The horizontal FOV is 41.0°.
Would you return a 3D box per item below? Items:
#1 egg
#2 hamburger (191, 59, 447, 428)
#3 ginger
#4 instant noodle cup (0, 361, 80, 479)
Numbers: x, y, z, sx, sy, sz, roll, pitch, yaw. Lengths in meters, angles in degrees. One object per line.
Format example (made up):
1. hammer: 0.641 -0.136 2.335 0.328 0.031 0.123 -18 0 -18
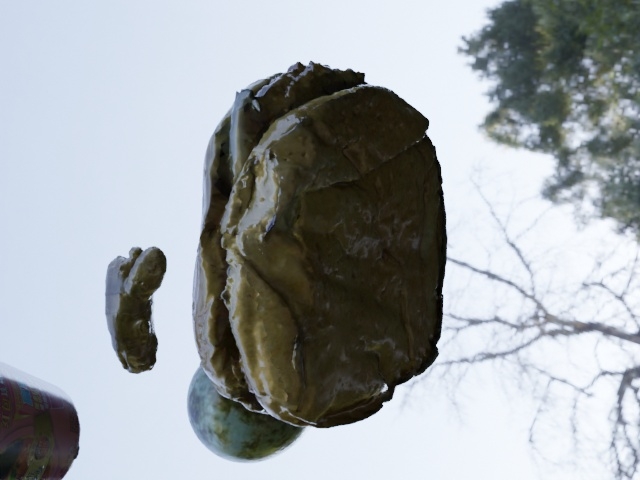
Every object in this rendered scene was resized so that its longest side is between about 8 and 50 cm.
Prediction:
1. egg: -0.124 0.311 1.693 0.289 0.238 0.238 -11 -69 -44
2. hamburger: 0.001 0.001 0.701 0.259 0.144 0.283 -3 -77 -49
3. ginger: -0.294 0.098 1.312 0.081 0.115 0.205 -25 -52 -72
4. instant noodle cup: -0.452 0.246 1.122 0.244 0.244 0.255 -64 -27 -8
